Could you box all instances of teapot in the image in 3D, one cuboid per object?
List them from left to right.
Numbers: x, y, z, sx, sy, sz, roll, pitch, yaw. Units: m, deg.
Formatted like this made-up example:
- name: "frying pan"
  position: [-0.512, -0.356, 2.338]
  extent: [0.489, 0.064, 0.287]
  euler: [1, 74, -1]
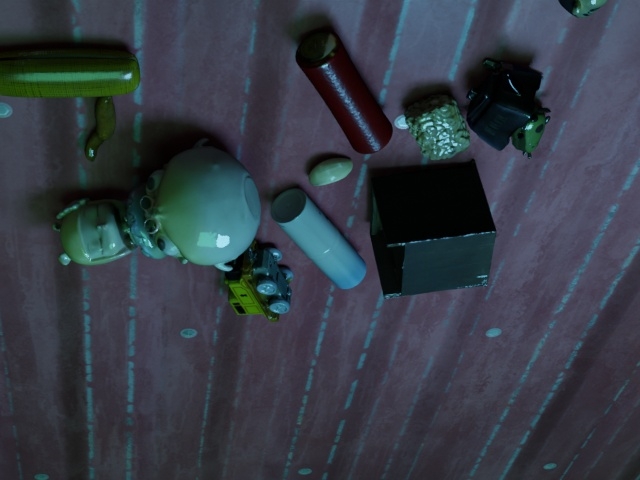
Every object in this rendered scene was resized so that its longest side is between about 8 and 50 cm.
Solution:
- name: "teapot"
  position: [0.285, -0.222, 1.915]
  extent: [0.096, 0.087, 0.177]
  euler: [23, 152, -6]

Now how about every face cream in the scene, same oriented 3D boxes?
- name: "face cream"
  position: [0.000, 0.000, 2.185]
  extent: [0.077, 0.077, 0.250]
  euler: [-20, 141, 18]

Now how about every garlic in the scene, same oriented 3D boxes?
- name: "garlic"
  position: [0.012, -0.119, 2.060]
  extent: [0.083, 0.041, 0.053]
  euler: [-22, -178, 29]

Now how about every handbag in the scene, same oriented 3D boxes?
- name: "handbag"
  position: [0.356, -0.189, 2.006]
  extent: [0.072, 0.047, 0.111]
  euler: [-34, 150, -24]

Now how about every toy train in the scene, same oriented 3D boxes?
- name: "toy train"
  position: [-0.126, 0.081, 2.270]
  extent: [0.127, 0.089, 0.219]
  euler: [-5, 146, 16]

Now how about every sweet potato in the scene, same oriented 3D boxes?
- name: "sweet potato"
  position: [-0.353, -0.188, 1.912]
  extent: [0.044, 0.044, 0.179]
  euler: [6, 149, -16]

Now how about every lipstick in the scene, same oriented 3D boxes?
- name: "lipstick"
  position: [0.041, -0.233, 1.878]
  extent: [0.080, 0.080, 0.241]
  euler: [-19, 143, 16]

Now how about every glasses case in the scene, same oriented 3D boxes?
- name: "glasses case"
  position: [-0.393, -0.255, 1.796]
  extent: [0.234, 0.064, 0.079]
  euler: [-2, 151, -7]

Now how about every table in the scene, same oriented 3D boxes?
- name: "table"
  position: [0.194, -0.021, 2.108]
  extent: [0.193, 0.172, 0.169]
  euler: [-8, 143, -4]

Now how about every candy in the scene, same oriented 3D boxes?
- name: "candy"
  position: [0.195, -0.190, 1.967]
  extent: [0.095, 0.085, 0.110]
  euler: [-20, 131, 4]

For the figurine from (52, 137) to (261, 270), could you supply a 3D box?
- name: "figurine"
  position: [-0.283, -0.030, 2.049]
  extent: [0.394, 0.227, 0.274]
  euler: [-13, 172, 19]

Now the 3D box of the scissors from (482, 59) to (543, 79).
- name: "scissors"
  position: [0.311, -0.272, 1.920]
  extent: [0.113, 0.012, 0.039]
  euler: [18, 137, -28]

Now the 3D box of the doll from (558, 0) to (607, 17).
- name: "doll"
  position: [0.391, -0.393, 1.718]
  extent: [0.089, 0.102, 0.179]
  euler: [32, 154, 21]
